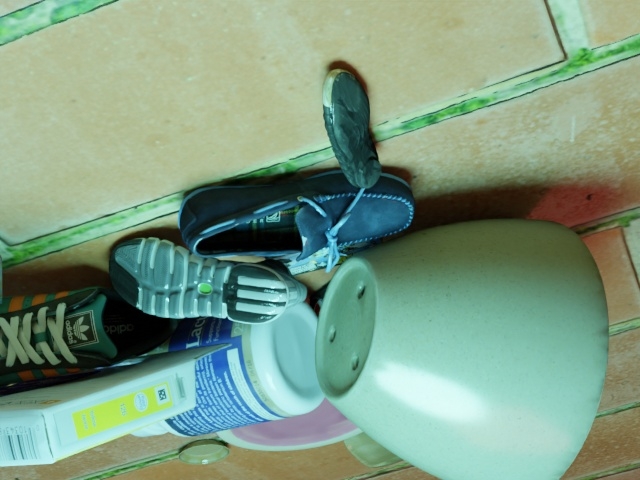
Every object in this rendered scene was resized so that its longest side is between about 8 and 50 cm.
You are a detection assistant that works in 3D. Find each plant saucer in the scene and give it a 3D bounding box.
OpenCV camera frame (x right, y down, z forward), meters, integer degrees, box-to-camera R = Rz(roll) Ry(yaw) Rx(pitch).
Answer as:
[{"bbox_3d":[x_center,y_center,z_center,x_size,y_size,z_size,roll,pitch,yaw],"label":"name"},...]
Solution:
[{"bbox_3d":[-0.187,0.337,1.970,0.084,0.015,0.083,-7,150,-4],"label":"plant saucer"},{"bbox_3d":[-0.031,0.215,1.741,0.332,0.084,0.332,-7,149,-4],"label":"plant saucer"}]

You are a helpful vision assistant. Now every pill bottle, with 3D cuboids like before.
[{"bbox_3d":[-0.132,0.164,1.542,0.265,0.153,0.153,-17,150,30],"label":"pill bottle"}]

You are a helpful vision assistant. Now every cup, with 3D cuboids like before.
[{"bbox_3d":[0.133,0.118,1.399,0.237,0.331,0.331,12,144,-22],"label":"cup"}]

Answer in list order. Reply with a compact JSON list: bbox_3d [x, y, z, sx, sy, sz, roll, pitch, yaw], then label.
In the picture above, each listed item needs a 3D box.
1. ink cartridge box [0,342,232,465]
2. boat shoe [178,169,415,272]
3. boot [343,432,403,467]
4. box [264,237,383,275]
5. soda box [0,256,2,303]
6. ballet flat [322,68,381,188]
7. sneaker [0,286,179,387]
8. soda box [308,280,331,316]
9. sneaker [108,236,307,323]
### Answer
[{"bbox_3d":[-0.301,0.191,1.388,0.304,0.072,0.307,-12,178,35],"label":"ink cartridge box"},{"bbox_3d":[-0.021,-0.009,1.334,0.258,0.089,0.109,-10,127,-3],"label":"boat shoe"},{"bbox_3d":[0.205,0.306,1.966,0.270,0.089,0.236,-24,134,21],"label":"boot"},{"bbox_3d":[0.000,0.000,1.440,0.137,0.027,0.094,-13,148,7],"label":"box"},{"bbox_3d":[-0.393,0.006,1.305,0.058,0.063,0.183,-9,150,1],"label":"soda box"},{"bbox_3d":[0.023,-0.111,1.243,0.057,0.049,0.173,-47,149,-19],"label":"ballet flat"},{"bbox_3d":[-0.304,0.103,1.398,0.302,0.108,0.121,-10,175,-33],"label":"sneaker"},{"bbox_3d":[0.068,0.103,1.602,0.169,0.060,0.053,14,146,-33],"label":"soda box"},{"bbox_3d":[-0.121,0.049,1.409,0.229,0.086,0.132,13,-173,23],"label":"sneaker"}]
